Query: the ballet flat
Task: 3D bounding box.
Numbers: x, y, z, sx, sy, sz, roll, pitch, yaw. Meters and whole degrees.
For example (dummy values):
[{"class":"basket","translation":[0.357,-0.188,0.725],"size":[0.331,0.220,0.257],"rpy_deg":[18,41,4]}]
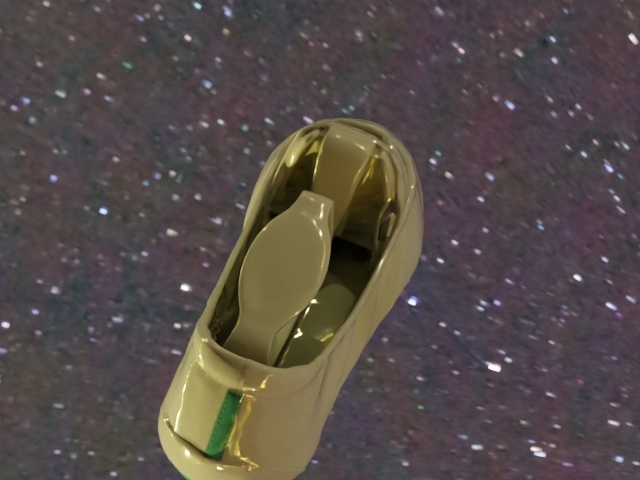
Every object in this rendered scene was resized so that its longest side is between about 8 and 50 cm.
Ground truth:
[{"class":"ballet flat","translation":[0.000,0.000,0.915],"size":[0.139,0.139,0.400],"rpy_deg":[-10,-147,27]}]
